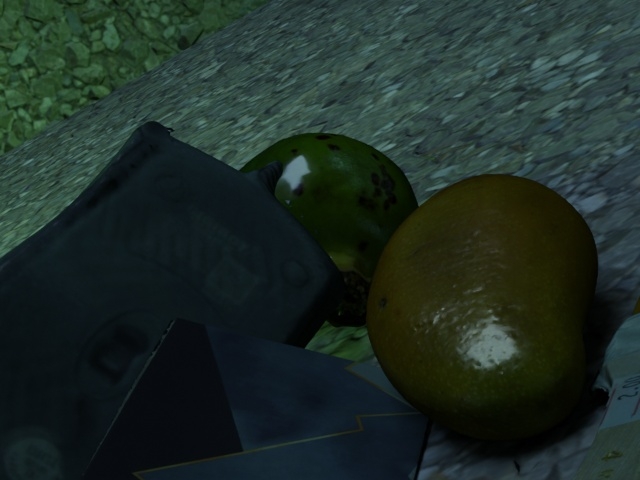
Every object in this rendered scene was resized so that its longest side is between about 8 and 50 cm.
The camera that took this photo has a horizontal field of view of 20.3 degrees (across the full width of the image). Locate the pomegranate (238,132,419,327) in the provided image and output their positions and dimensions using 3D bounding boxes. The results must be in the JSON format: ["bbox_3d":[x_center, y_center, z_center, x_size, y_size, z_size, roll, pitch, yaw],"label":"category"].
[{"bbox_3d":[0.000,-0.014,1.257,0.143,0.122,0.169,-1,11,-6],"label":"pomegranate"}]

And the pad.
[{"bbox_3d":[-0.029,0.109,0.938,0.164,0.004,0.243,13,24,5],"label":"pad"}]

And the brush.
[{"bbox_3d":[0.150,0.085,0.848,0.085,0.020,0.336,-20,17,31],"label":"brush"}]

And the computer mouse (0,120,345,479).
[{"bbox_3d":[-0.124,0.073,1.088,0.371,0.188,0.122,-52,0,-40],"label":"computer mouse"}]

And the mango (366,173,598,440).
[{"bbox_3d":[0.091,0.037,0.987,0.136,0.099,0.227,-23,24,10],"label":"mango"}]
